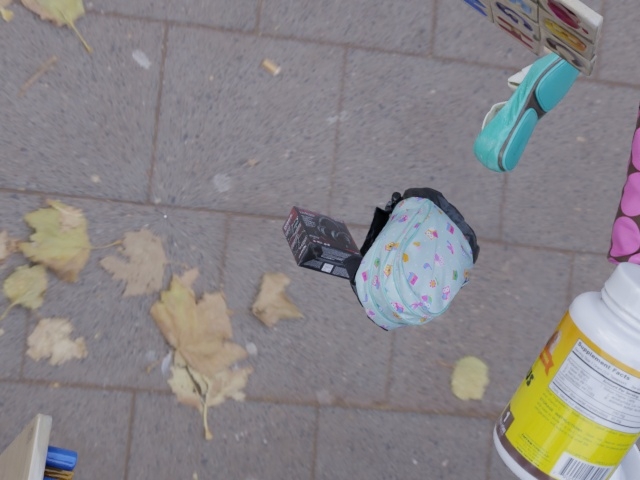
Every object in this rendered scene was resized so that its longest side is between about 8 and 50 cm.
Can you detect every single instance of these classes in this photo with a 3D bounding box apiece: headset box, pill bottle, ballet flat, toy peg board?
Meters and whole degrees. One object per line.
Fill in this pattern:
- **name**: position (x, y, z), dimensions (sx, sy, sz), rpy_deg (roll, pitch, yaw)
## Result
- **headset box**: position (0.000, 0.000, 1.034), dimensions (0.062, 0.083, 0.032), rpy_deg (17, 116, -24)
- **pill bottle**: position (0.258, 0.130, 0.937), dimensions (0.117, 0.117, 0.215), rpy_deg (23, 113, -9)
- **ballet flat**: position (0.318, -0.219, 1.591), dimensions (0.247, 0.087, 0.083), rpy_deg (-54, 142, -11)
- **toy peg board**: position (-0.276, 0.278, 0.985), dimensions (0.079, 0.160, 0.161), rpy_deg (19, 51, -26)

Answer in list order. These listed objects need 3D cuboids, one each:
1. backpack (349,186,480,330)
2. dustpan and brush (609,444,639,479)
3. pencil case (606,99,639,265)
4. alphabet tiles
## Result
- **backpack**: position (0.122, 0.029, 1.305), dimensions (0.152, 0.115, 0.182), rpy_deg (48, 53, -12)
- **dustpan and brush**: position (0.400, 0.293, 1.393), dimensions (0.147, 0.060, 0.211), rpy_deg (16, 74, -25)
- **pencil case**: position (0.387, -0.066, 1.136), dimensions (0.095, 0.098, 0.209), rpy_deg (9, 97, 13)
- **alphabet tiles**: position (0.102, -0.264, 0.883), dimensions (0.342, 0.285, 0.011), rpy_deg (39, 94, 12)
